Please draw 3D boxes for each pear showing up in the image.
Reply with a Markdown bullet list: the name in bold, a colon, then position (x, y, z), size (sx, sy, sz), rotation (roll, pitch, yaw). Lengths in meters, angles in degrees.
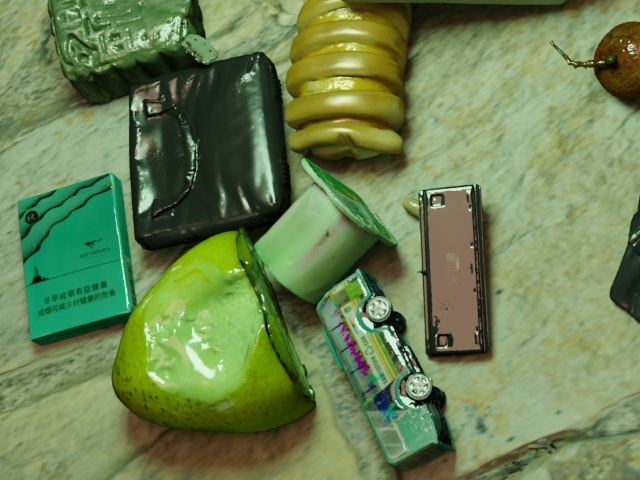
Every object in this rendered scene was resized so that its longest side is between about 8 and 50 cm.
- **pear**: position (-0.165, 0.136, 1.679), size (0.292, 0.159, 0.292), rotation (-6, 72, 18)

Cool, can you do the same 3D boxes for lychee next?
- **lychee**: position (0.404, -0.237, 1.667), size (0.140, 0.101, 0.114), rotation (-28, 33, -8)

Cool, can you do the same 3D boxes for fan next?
- **fan**: position (-0.170, -0.288, 1.837), size (0.056, 0.004, 0.083), rotation (38, 41, 0)

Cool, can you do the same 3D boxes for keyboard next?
- **keyboard**: position (0.175, 0.039, 1.664), size (0.094, 0.025, 0.230), rotation (-5, 78, 19)

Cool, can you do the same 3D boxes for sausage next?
- **sausage**: position (0.169, -0.024, 1.706), size (0.132, 0.024, 0.024), rotation (30, 82, 24)

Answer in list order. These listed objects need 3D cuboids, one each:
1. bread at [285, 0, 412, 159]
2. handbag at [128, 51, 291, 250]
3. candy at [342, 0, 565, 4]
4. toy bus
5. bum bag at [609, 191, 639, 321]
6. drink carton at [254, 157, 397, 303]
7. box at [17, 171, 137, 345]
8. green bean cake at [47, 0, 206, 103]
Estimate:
- **bread**: position (0.038, -0.265, 1.780), size (0.173, 0.121, 0.311), rotation (-2, 68, 17)
- **handbag**: position (-0.162, -0.127, 1.813), size (0.244, 0.088, 0.275), rotation (-12, 70, 13)
- **candy**: position (0.179, -0.439, 1.721), size (0.359, 0.145, 0.208), rotation (-2, 66, -6)
- **toy bus**: position (0.086, 0.167, 1.631), size (0.109, 0.091, 0.261), rotation (-32, 63, 12)
- **bum bag**: position (0.452, -0.014, 1.595), size (0.123, 0.060, 0.248), rotation (13, 76, 20)
- **drink carton**: position (0.000, 0.000, 1.687), size (0.142, 0.146, 0.144), rotation (-47, 48, 9)
- **box**: position (-0.359, 0.026, 1.841), size (0.161, 0.042, 0.226), rotation (-16, 67, 10)
- **green bean cake**: position (-0.294, -0.343, 1.914), size (0.227, 0.125, 0.222), rotation (-18, 67, 5)
